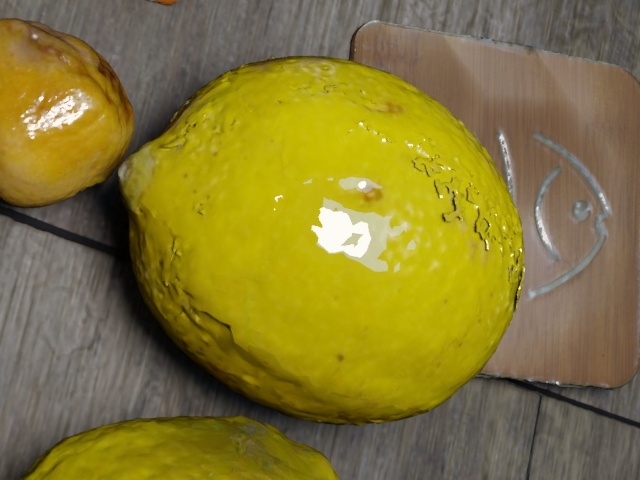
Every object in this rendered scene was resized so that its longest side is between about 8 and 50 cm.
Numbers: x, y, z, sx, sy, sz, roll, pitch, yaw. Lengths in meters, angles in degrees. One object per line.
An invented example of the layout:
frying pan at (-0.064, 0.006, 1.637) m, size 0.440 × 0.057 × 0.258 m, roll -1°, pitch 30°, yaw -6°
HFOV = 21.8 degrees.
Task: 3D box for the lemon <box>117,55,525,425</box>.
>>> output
lemon at (0.000, 0.000, 1.176) m, size 0.310 × 0.258 × 0.258 m, roll 26°, pitch 71°, yaw -24°

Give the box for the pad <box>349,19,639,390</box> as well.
pad at (0.149, -0.027, 1.386) m, size 0.284 × 0.018 × 0.287 m, roll 8°, pitch 79°, yaw -20°

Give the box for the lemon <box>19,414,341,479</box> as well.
lemon at (-0.083, 0.246, 1.090) m, size 0.321 × 0.268 × 0.268 m, roll 3°, pitch 82°, yaw -26°

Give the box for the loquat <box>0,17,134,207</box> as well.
loquat at (-0.200, -0.090, 1.163) m, size 0.137 × 0.113 × 0.137 m, roll 0°, pitch 88°, yaw -6°

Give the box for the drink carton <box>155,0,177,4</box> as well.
drink carton at (-0.182, -0.238, 1.196) m, size 0.223 × 0.096 × 0.071 m, roll 13°, pitch 76°, yaw -29°
